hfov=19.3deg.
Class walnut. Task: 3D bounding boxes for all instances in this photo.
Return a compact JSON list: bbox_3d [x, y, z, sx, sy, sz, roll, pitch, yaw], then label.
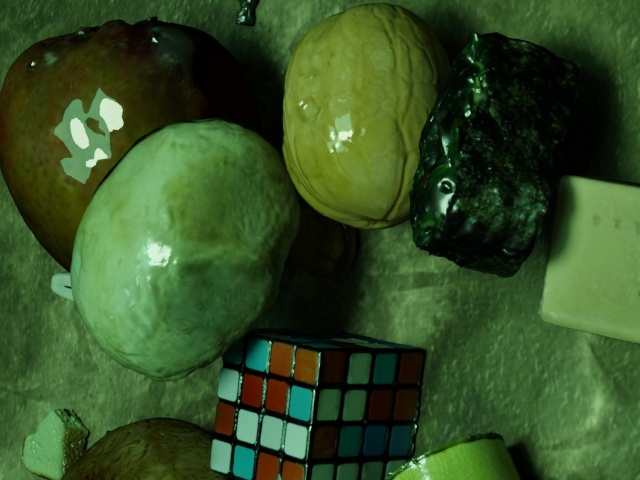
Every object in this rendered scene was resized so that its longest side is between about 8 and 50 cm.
[{"bbox_3d":[0.048,-0.124,1.874,0.193,0.193,0.226,-9,82,45],"label":"walnut"}]

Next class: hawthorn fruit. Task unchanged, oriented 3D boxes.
[{"bbox_3d":[-0.209,-0.090,2.057,0.308,0.308,0.325,-14,65,44],"label":"hawthorn fruit"}]

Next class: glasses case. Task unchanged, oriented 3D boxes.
[{"bbox_3d":[-0.259,0.061,2.259,0.164,0.063,0.041,11,95,46],"label":"glasses case"}]

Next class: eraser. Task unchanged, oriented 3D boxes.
[{"bbox_3d":[0.347,0.033,1.630,0.343,0.078,0.144,12,97,45],"label":"eraser"}]

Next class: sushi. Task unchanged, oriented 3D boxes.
[{"bbox_3d":[0.156,-0.081,1.744,0.124,0.127,0.225,122,166,-69],"label":"sushi"}]

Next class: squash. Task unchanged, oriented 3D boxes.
[{"bbox_3d":[0.159,0.318,1.774,0.132,0.132,0.247,-39,63,37],"label":"squash"}]

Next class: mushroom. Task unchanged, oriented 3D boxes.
[{"bbox_3d":[-0.132,0.012,1.874,0.267,0.189,0.164,-41,30,1],"label":"mushroom"},{"bbox_3d":[-0.210,0.356,2.091,0.345,0.239,0.345,-14,59,25],"label":"mushroom"}]

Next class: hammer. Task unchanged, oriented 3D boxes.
[{"bbox_3d":[-0.143,-0.296,2.190,0.201,0.021,0.078,14,97,44],"label":"hammer"}]

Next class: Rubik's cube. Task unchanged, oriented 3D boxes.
[{"bbox_3d":[-0.004,0.175,1.926,0.151,0.154,0.155,9,94,46],"label":"Rubik's cube"}]

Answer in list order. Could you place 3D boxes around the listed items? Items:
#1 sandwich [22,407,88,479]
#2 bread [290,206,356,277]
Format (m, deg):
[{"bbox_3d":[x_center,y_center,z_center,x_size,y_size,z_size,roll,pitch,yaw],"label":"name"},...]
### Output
[{"bbox_3d":[-0.331,0.253,2.340,0.105,0.035,0.093,3,91,47],"label":"sandwich"},{"bbox_3d":[0.000,0.000,2.010,0.083,0.046,0.081,0,93,44],"label":"bread"}]
